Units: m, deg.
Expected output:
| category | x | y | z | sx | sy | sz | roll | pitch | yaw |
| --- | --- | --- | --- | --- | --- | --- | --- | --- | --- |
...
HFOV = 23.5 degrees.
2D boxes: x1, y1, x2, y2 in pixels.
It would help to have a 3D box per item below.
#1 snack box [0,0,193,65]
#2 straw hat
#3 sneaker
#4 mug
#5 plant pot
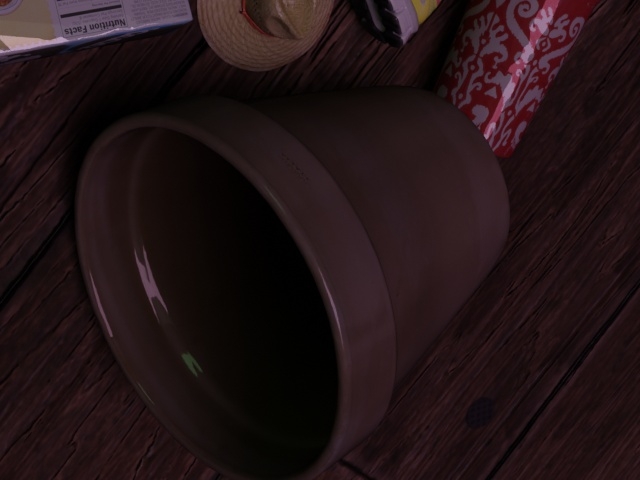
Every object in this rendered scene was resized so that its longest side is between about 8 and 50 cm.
| category | x | y | z | sx | sy | sz | roll | pitch | yaw |
| --- | --- | --- | --- | --- | --- | --- | --- | --- | --- |
| snack box | -0.267 | -0.216 | 1.108 | 0.322 | 0.060 | 0.187 | -14 | 92 | -26 |
| straw hat | -0.032 | -0.204 | 1.298 | 0.144 | 0.061 | 0.144 | -13 | 117 | -27 |
| sneaker | 0.058 | -0.275 | 1.319 | 0.094 | 0.081 | 0.208 | -37 | 132 | -21 |
| mug | 0.185 | -0.166 | 1.420 | 0.150 | 0.113 | 0.169 | 16 | 106 | -34 |
| plant pot | 0.000 | 0.000 | 1.287 | 0.280 | 0.323 | 0.323 | -29 | 125 | -37 |
